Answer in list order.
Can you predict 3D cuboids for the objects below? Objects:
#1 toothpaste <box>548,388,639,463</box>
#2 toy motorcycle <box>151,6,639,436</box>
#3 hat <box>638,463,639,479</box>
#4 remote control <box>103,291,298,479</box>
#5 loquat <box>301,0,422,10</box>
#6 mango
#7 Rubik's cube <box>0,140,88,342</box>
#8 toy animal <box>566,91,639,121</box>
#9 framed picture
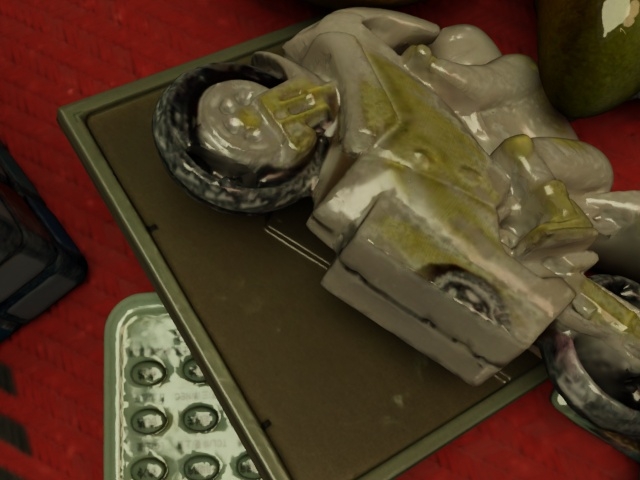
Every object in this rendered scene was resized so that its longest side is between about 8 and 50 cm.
[{"bbox_3d":[0.241,0.142,0.560,0.216,0.037,0.062,39,93,15],"label":"toothpaste"},{"bbox_3d":[0.085,-0.035,0.554,0.341,0.108,0.222,32,53,-1],"label":"toy motorcycle"},{"bbox_3d":[0.272,0.140,0.494,0.193,0.082,0.193,-3,74,9],"label":"hat"},{"bbox_3d":[-0.065,0.197,0.568,0.128,0.065,0.335,-3,78,4],"label":"remote control"},{"bbox_3d":[0.023,-0.250,0.562,0.235,0.235,0.234,-1,79,6],"label":"loquat"},{"bbox_3d":[0.180,-0.186,0.573,0.111,0.133,0.267,16,62,-8],"label":"mango"},{"bbox_3d":[-0.362,-0.026,0.534,0.287,0.292,0.293,-38,75,-3],"label":"Rubik's cube"},{"bbox_3d":[0.309,-0.091,0.536,0.197,0.160,0.272,-41,70,-17],"label":"toy animal"},{"bbox_3d":[0.000,0.000,0.580,0.211,0.020,0.289,-26,75,-25],"label":"framed picture"}]
